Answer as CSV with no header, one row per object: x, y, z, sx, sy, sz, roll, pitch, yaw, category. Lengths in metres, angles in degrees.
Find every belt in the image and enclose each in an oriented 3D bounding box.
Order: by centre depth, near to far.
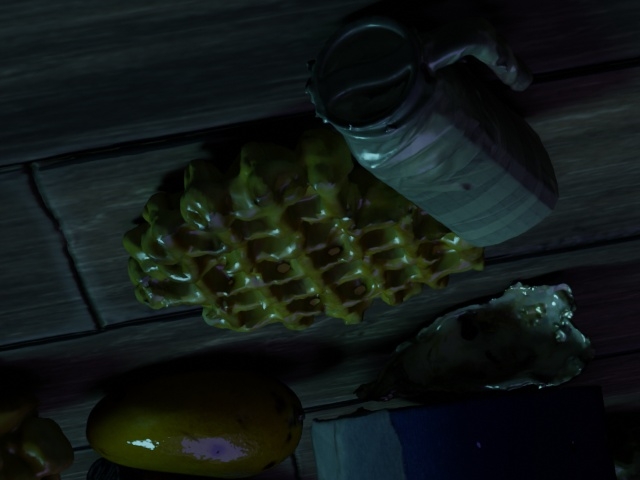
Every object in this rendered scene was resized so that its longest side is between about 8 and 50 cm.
0.132,0.192,1.470,0.212,0.117,0.347,-12,172,31,belt

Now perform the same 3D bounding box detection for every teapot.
0.081,-0.068,0.977,0.107,0.077,0.200,-25,153,20,teapot

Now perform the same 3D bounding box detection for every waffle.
0.000,-0.001,1.123,0.253,0.056,0.249,1,155,-20,waffle

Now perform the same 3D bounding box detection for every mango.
-0.101,0.150,1.391,0.178,0.090,0.115,5,161,-14,mango

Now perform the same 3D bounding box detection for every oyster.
0.128,0.085,1.370,0.200,0.106,0.061,2,176,30,oyster

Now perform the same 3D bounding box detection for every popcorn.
-0.286,0.202,1.339,0.194,0.163,0.140,-25,172,4,popcorn

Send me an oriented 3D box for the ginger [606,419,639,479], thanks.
0.326,0.218,1.734,0.290,0.089,0.137,-12,132,16,ginger

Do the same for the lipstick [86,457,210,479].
-0.099,0.277,1.693,0.077,0.077,0.418,-20,154,21,lipstick
